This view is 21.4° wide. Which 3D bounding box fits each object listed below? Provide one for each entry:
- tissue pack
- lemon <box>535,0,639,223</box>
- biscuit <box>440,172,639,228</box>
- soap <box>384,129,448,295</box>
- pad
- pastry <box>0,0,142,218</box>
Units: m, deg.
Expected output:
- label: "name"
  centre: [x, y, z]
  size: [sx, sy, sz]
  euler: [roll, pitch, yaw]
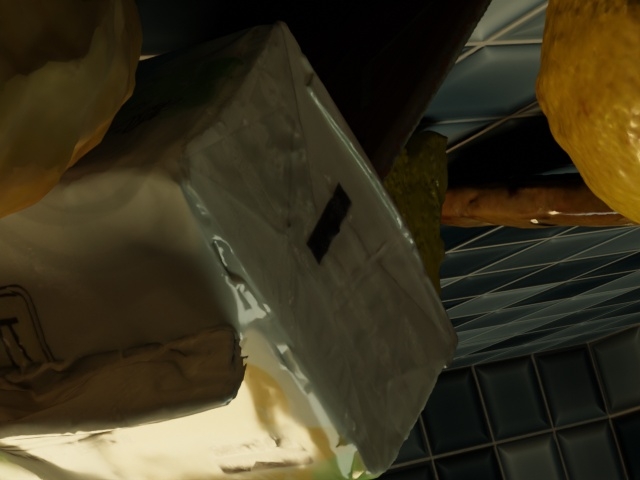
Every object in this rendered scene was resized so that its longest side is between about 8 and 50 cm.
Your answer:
- label: "tissue pack"
  centre: [-0.094, 0.037, 0.643]
  size: [0.229, 0.159, 0.145]
  euler: [-10, -147, 34]
- label: "lemon"
  centre: [0.216, -0.099, 0.907]
  size: [0.192, 0.192, 0.231]
  euler: [-11, 167, -23]
- label: "biscuit"
  centre: [0.257, -0.038, 1.449]
  size: [0.359, 0.046, 0.359]
  euler: [-2, -178, 0]
- label: "soap"
  centre: [0.000, 0.000, 1.133]
  size: [0.339, 0.169, 0.304]
  euler: [-10, -175, -23]
- label: "pad"
  centre: [-0.034, -0.052, 0.843]
  size: [0.284, 0.018, 0.286]
  euler: [-24, -157, 40]
- label: "pastry"
  centre: [-0.219, -0.063, 0.496]
  size: [0.316, 0.184, 0.284]
  euler: [-18, -172, 3]
